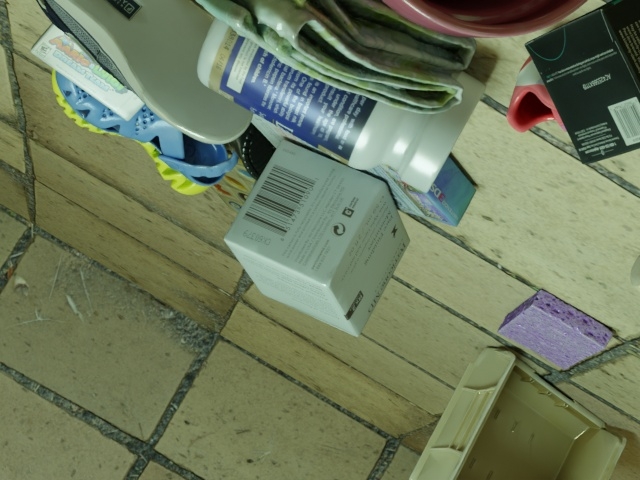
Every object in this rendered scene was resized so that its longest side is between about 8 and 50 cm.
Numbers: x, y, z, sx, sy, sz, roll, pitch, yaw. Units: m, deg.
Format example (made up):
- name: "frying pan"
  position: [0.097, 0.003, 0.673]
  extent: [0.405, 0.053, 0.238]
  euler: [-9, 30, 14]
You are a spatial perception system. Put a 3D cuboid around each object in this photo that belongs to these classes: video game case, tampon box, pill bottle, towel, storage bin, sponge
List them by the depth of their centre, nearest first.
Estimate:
- name: "tampon box"
  position: [0.257, -0.139, 1.077]
  extent: [0.101, 0.161, 0.120]
  euler: [64, 161, -3]
- name: "towel"
  position: [-0.073, -0.240, 1.209]
  extent: [0.374, 0.090, 0.320]
  euler: [40, -166, 26]
- name: "pill bottle"
  position: [0.023, -0.165, 1.504]
  extent: [0.265, 0.153, 0.153]
  euler: [29, 165, 4]
- name: "video game case"
  position: [0.025, -0.132, 1.786]
  extent: [0.244, 0.061, 0.269]
  euler: [18, 161, 42]
- name: "video game case"
  position: [-0.265, -0.241, 1.900]
  extent: [0.157, 0.019, 0.143]
  euler: [36, 125, -20]
- name: "sponge"
  position: [0.328, 0.129, 2.115]
  extent: [0.117, 0.031, 0.210]
  euler: [30, 165, 1]
- name: "storage bin"
  position: [0.320, 0.343, 2.384]
  extent: [0.262, 0.260, 0.123]
  euler: [36, 163, -22]

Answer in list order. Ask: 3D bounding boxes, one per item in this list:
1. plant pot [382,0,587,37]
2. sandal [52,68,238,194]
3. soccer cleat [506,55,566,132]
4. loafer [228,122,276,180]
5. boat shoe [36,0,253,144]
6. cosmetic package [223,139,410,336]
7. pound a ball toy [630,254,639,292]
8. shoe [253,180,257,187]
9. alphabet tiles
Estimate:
- name: "plant pot"
  position: [0.099, -0.245, 1.067]
  extent: [0.201, 0.201, 0.180]
  euler: [34, 180, -14]
- name: "sandal"
  position: [-0.221, -0.174, 2.035]
  extent: [0.317, 0.126, 0.138]
  euler: [32, 160, -36]
- name: "soccer cleat"
  position: [0.245, -0.131, 1.270]
  extent: [0.083, 0.095, 0.248]
  euler: [35, 171, -23]
- name: "loafer"
  position: [-0.097, -0.163, 1.919]
  extent: [0.078, 0.080, 0.220]
  euler: [48, 171, 44]
- name: "boat shoe"
  position: [-0.212, -0.239, 1.750]
  extent: [0.340, 0.127, 0.158]
  euler: [47, 170, 0]
- name: "cosmetic package"
  position: [0.000, 0.000, 1.852]
  extent: [0.151, 0.151, 0.183]
  euler: [24, 165, 22]
- name: "pound a ball toy"
  position: [0.401, -0.032, 1.108]
  extent: [0.136, 0.208, 0.319]
  euler: [21, 170, -28]
- name: "shoe"
  position: [-0.018, -0.064, 2.076]
  extent: [0.081, 0.063, 0.178]
  euler: [39, 162, -26]
- name: "alphabet tiles"
  position: [-0.075, -0.062, 2.303]
  extent: [0.285, 0.011, 0.342]
  euler: [21, 163, 32]
